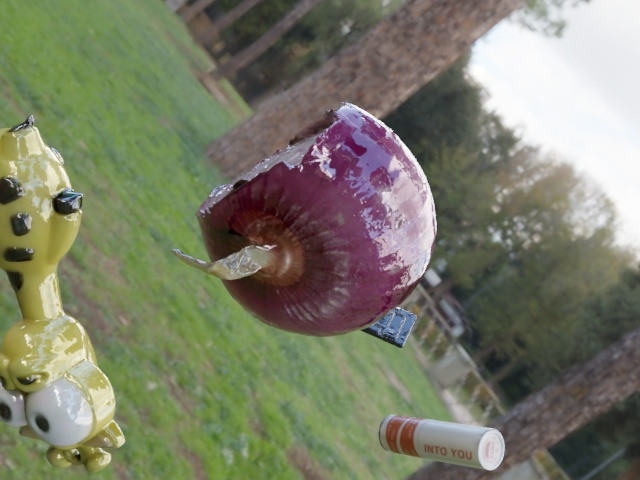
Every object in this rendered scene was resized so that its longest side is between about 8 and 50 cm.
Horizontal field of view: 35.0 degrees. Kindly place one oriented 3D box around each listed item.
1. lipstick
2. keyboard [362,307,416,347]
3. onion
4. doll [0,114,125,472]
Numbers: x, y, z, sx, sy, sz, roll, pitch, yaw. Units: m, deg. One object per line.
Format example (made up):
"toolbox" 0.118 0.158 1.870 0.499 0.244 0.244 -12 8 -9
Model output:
"lipstick" 0.113 0.191 0.966 0.130 0.038 0.038 -4 -45 50
"keyboard" 0.017 0.074 1.262 0.204 0.013 0.061 23 40 8
"onion" 0.005 -0.006 0.876 0.200 0.207 0.201 46 15 -16
"doll" -0.217 0.048 0.775 0.086 0.117 0.291 -31 120 -53
